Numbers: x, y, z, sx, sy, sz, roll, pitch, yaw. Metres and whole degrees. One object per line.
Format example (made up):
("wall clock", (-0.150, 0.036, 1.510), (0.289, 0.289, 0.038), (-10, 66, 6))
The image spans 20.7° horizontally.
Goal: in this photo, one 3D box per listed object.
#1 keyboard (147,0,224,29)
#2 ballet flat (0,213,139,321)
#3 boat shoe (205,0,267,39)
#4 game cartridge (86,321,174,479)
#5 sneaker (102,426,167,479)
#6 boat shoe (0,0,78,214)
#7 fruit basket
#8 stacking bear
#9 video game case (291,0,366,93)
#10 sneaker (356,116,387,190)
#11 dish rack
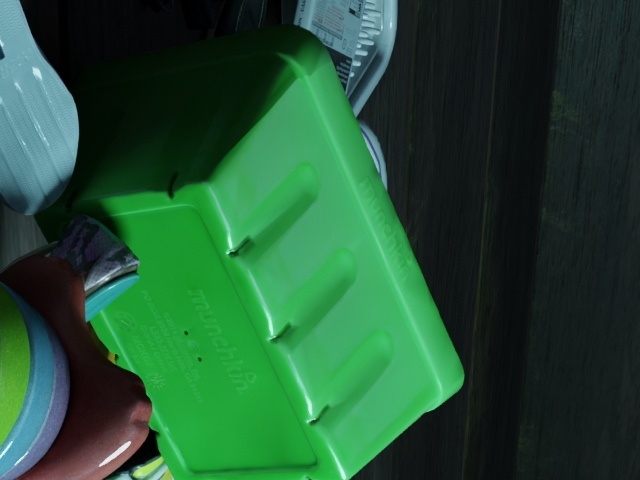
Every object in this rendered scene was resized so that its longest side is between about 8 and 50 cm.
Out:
("keyboard", (-0.124, -0.305, 1.541), (0.317, 0.033, 0.202), (77, 30, -53))
("ballet flat", (-0.224, 0.061, 1.329), (0.221, 0.079, 0.077), (-45, 165, 26))
("boat shoe", (-0.077, -0.150, 1.718), (0.084, 0.079, 0.233), (21, 79, -71))
("game cartridge", (-0.180, 0.186, 1.651), (0.323, 0.052, 0.285), (34, 69, -73))
("sneaker", (-0.216, 0.253, 1.407), (0.300, 0.111, 0.121), (-30, 126, -50))
("boat shoe", (-0.230, -0.118, 1.231), (0.083, 0.076, 0.226), (-35, 142, -25))
("fruit basket", (-0.050, -0.015, 1.485), (0.392, 0.283, 0.392), (20, 67, -57))
("stacking bear", (-0.266, 0.075, 1.123), (0.164, 0.175, 0.289), (-40, 152, 9))
("video game case", (0.000, -0.189, 1.798), (0.190, 0.022, 0.173), (5, 97, -75))
("sneaker", (0.001, 0.001, 2.040), (0.161, 0.102, 0.282), (-33, 133, -63))
("dish rack", (0.014, -0.284, 1.932), (0.285, 0.072, 0.333), (-60, 156, -48))
